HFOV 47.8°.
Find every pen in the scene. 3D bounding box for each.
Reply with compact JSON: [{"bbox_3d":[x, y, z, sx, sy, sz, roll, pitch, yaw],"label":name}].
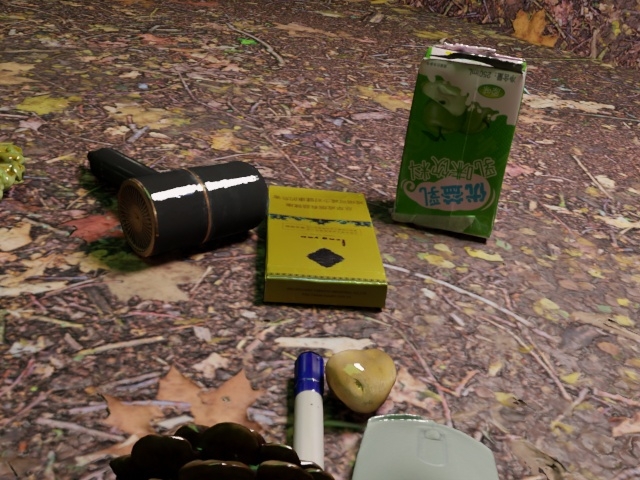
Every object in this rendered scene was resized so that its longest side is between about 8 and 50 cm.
[{"bbox_3d":[-0.010,0.192,0.642,0.033,0.033,0.269,5,28,-4],"label":"pen"}]

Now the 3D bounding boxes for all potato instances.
[{"bbox_3d":[0.042,0.137,0.728,0.083,0.062,0.068,-28,78,-37],"label":"potato"}]

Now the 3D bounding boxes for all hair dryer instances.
[{"bbox_3d":[-0.245,-0.090,1.061,0.189,0.107,0.352,-15,30,-38],"label":"hair dryer"}]

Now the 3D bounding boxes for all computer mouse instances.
[{"bbox_3d":[0.087,0.209,0.592,0.127,0.079,0.231,13,25,5],"label":"computer mouse"}]

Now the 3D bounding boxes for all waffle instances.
[{"bbox_3d":[-0.533,-0.096,1.031,0.213,0.054,0.208,-3,32,-8],"label":"waffle"}]

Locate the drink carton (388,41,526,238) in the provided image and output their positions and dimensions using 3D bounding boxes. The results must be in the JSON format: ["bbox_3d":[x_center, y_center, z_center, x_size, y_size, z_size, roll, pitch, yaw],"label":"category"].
[{"bbox_3d":[0.206,-0.152,1.094,0.161,0.271,0.108,12,24,11],"label":"drink carton"}]

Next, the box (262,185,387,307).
[{"bbox_3d":[0.000,0.000,1.000,0.152,0.041,0.279,5,28,-6],"label":"box"}]

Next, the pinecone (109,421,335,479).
[{"bbox_3d":[-0.069,0.217,0.434,0.179,0.184,0.205,22,46,-25],"label":"pinecone"}]
